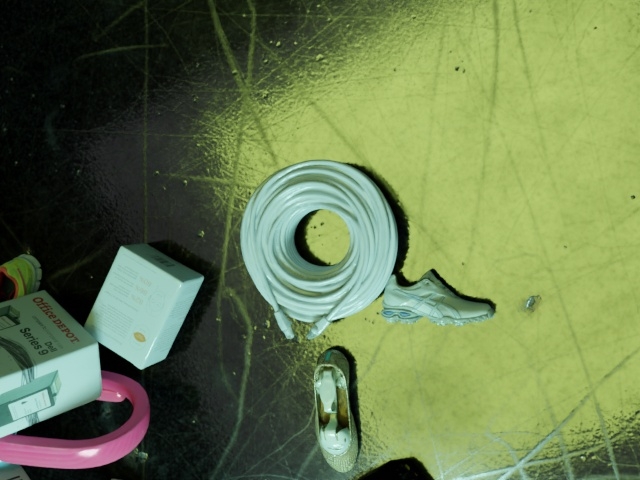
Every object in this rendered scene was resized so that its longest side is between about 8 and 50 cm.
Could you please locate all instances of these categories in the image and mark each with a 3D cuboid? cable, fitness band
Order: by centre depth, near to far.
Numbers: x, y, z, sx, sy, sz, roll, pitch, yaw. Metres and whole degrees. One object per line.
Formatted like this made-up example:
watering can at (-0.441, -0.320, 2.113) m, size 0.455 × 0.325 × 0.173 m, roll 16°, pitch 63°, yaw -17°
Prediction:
cable at (0.000, 0.000, 1.293) m, size 0.257 × 0.089 × 0.257 m, roll -34°, pitch 83°, yaw 14°
fitness band at (-0.432, 0.293, 1.360) m, size 0.291 × 0.209 × 0.054 m, roll 3°, pitch 115°, yaw 4°

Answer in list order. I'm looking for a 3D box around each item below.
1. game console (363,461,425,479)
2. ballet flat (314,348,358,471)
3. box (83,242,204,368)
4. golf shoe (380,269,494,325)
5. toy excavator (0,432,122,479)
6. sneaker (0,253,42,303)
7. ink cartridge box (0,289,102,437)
game console at (0.157, 0.550, 1.308) m, size 0.213 × 0.044 × 0.361 m, roll -38°, pitch 83°, yaw 16°
ballet flat at (0.018, 0.283, 1.315) m, size 0.073 × 0.067 × 0.206 m, roll -8°, pitch 92°, yaw 15°
box at (-0.302, 0.109, 1.383) m, size 0.130 × 0.091 × 0.170 m, roll 30°, pitch 101°, yaw 12°
golf shoe at (0.182, 0.089, 1.259) m, size 0.176 × 0.069 × 0.085 m, roll 2°, pitch 88°, yaw 15°
toy excavator at (-0.576, 0.411, 1.396) m, size 0.445 × 0.433 × 0.222 m, roll 30°, pitch 102°, yaw 41°
sneaker at (-0.566, 0.130, 1.459) m, size 0.082 × 0.094 × 0.208 m, roll 8°, pitch 97°, yaw 14°
ink cartridge box at (-0.535, 0.210, 1.319) m, size 0.211 × 0.289 × 0.121 m, roll 31°, pitch 127°, yaw 39°
